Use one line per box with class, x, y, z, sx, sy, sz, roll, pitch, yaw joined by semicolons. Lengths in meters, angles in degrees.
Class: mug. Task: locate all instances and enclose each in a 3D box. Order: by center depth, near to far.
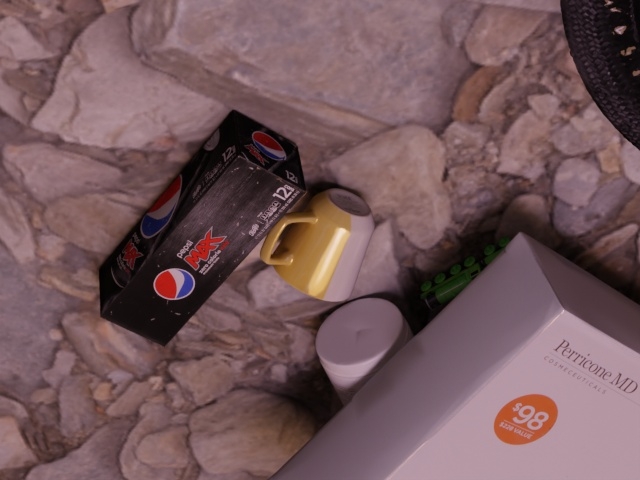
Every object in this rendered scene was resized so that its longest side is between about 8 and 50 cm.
mug;0.004;0.001;1.364;0.062;0.078;0.064;33;116;11

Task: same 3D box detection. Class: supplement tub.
supplement tub;0.046;0.102;1.451;0.071;0.071;0.107;-19;130;8

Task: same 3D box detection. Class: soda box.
soda box;-0.084;-0.006;1.354;0.060;0.053;0.169;28;120;-26

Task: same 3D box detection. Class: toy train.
toy train;0.108;0.025;1.426;0.083;0.023;0.017;-31;127;17

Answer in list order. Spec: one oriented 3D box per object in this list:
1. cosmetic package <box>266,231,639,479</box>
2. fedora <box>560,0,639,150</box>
cosmetic package;0.187;0.188;1.460;0.377;0.097;0.284;29;112;-35
fedora;0.293;-0.181;1.195;0.334;0.152;0.334;-2;127;-3
